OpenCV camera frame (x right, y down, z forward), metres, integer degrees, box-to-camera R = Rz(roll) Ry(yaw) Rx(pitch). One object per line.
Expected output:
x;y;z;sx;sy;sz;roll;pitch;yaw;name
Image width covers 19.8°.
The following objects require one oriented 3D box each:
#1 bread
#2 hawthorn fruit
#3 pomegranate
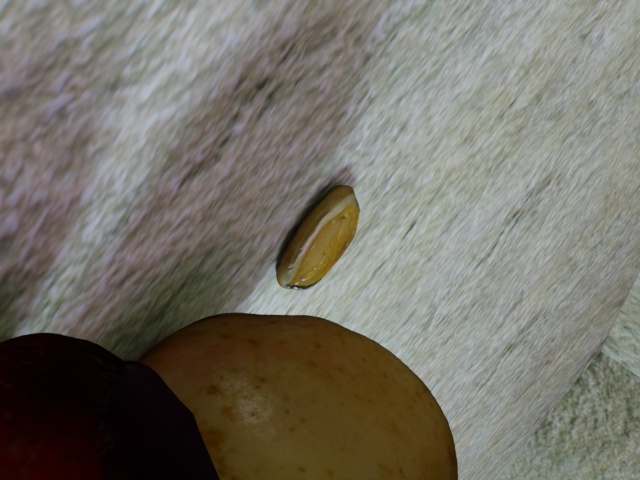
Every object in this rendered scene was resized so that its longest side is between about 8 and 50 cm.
0.000;0.000;1.560;0.110;0.024;0.110;-51;165;-20;bread
-0.175;0.176;1.067;0.249;0.215;0.215;-55;165;2;hawthorn fruit
-0.025;0.221;1.362;0.342;0.342;0.342;-50;164;-20;pomegranate
